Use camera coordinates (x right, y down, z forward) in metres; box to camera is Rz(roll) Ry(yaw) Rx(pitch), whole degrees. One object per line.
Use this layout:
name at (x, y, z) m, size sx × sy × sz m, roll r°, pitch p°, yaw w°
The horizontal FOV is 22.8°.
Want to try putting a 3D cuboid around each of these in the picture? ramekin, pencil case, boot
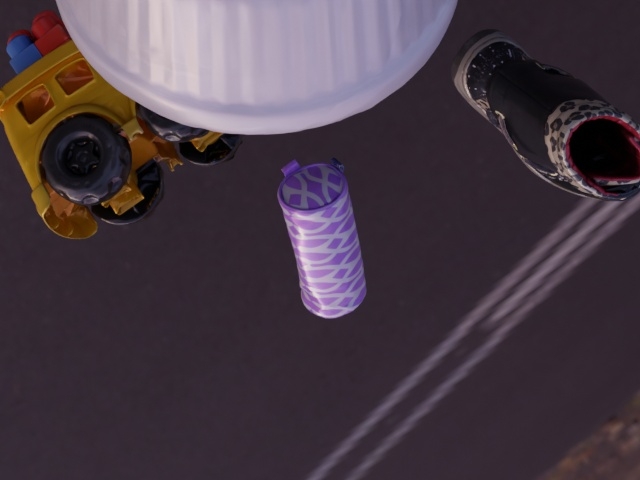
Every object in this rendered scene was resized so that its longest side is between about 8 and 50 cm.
ramekin at (-0.041, -0.212, 0.981) m, size 0.273 × 0.273 × 0.127 m, roll -26°, pitch 154°, yaw -14°
pencil case at (0.000, 0.000, 1.855) m, size 0.086 × 0.088 × 0.206 m, roll -37°, pitch 140°, yaw -25°
boot at (0.227, -0.072, 1.322) m, size 0.236 × 0.178 × 0.085 m, roll 34°, pitch 98°, yaw -35°

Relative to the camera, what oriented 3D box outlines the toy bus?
toy bus at (-0.192, -0.139, 1.451) m, size 0.220 × 0.211 × 0.149 m, roll -33°, pitch 165°, yaw 4°
